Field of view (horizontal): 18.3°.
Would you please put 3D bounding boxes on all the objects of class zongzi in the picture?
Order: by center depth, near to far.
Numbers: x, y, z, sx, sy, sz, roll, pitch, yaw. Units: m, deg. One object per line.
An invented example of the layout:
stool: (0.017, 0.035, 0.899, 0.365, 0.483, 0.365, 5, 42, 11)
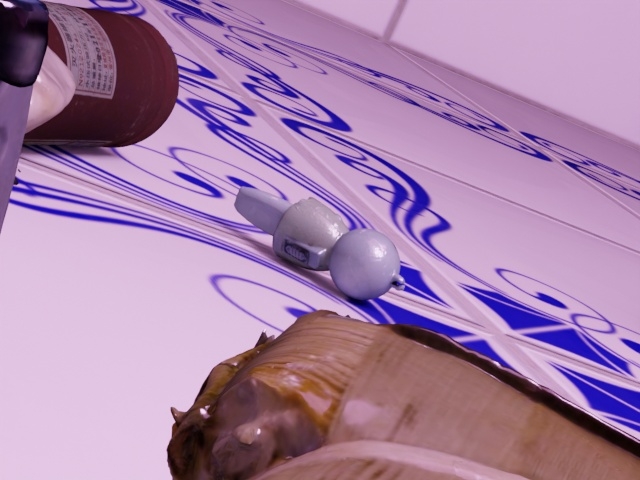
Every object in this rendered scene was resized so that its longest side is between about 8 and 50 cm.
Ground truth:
zongzi: (0.039, 0.104, 0.371, 0.194, 0.099, 0.197, 26, 21, 7)

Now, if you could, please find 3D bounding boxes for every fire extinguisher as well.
fire extinguisher: (-0.134, -0.069, 0.930, 0.099, 0.071, 0.231, 55, 17, 8)

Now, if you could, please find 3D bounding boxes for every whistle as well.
whistle: (0.000, 0.000, 0.962, 0.100, 0.035, 0.035, 28, 10, 25)

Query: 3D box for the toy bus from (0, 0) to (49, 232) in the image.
toy bus: (-0.149, -0.011, 0.430, 0.136, 0.126, 0.209, 17, 9, 8)

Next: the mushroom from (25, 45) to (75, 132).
mushroom: (-0.221, -0.085, 0.629, 0.350, 0.128, 0.128, 23, 9, 22)
